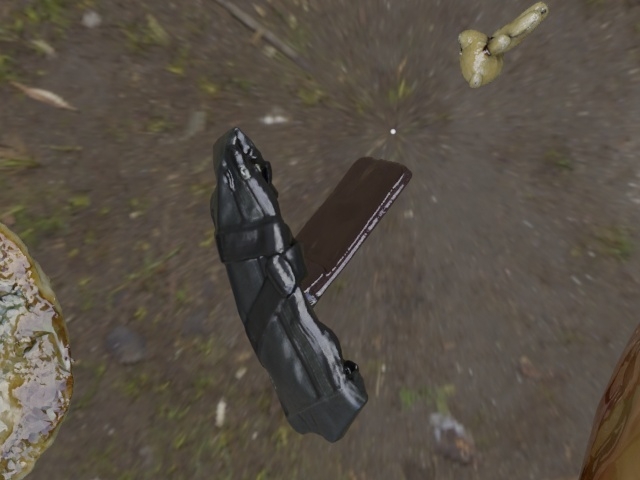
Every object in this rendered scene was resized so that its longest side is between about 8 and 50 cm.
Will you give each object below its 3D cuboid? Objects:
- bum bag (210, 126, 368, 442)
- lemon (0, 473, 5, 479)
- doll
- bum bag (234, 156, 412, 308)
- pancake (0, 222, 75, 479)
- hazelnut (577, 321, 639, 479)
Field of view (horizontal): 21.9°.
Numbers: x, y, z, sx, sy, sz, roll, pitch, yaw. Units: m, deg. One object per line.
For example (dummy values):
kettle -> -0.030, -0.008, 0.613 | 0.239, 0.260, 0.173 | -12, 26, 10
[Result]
bum bag -> -0.022, 0.028, 0.979 | 0.049, 0.087, 0.198 | -13, 70, -28
lemon -> -0.211, 0.152, 0.586 | 0.233, 0.288, 0.233 | -1, 65, 1
doll -> 0.164, -0.172, 1.457 | 0.093, 0.061, 0.051 | -18, 103, 30
bum bag -> 0.000, 0.000, 1.244 | 0.026, 0.109, 0.159 | 40, 82, -19
pancake -> -0.379, 0.088, 1.323 | 0.356, 0.065, 0.356 | -3, 108, -9
hazelnut -> 0.249, 0.133, 0.555 | 0.372, 0.315, 0.372 | -9, 135, -10
